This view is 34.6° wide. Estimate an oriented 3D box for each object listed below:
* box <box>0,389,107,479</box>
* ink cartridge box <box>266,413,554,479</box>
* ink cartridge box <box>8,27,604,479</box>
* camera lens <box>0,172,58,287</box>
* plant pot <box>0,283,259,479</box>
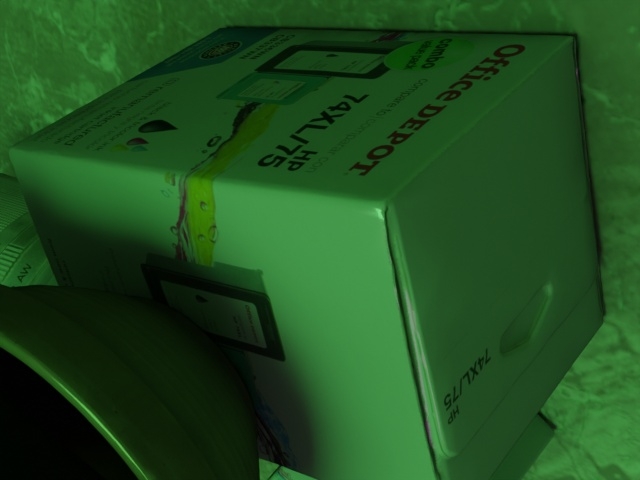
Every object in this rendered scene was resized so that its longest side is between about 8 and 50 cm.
[{"bbox_3d":[-0.201,0.144,0.507,0.261,0.103,0.184,36,136,15],"label":"box"},{"bbox_3d":[0.053,0.168,0.753,0.127,0.128,0.176,43,140,8],"label":"ink cartridge box"},{"bbox_3d":[0.000,0.000,0.615,0.270,0.198,0.197,10,126,37],"label":"ink cartridge box"},{"bbox_3d":[-0.239,0.065,0.869,0.274,0.219,0.219,15,129,35],"label":"camera lens"},{"bbox_3d":[-0.112,0.107,0.561,0.237,0.110,0.237,25,136,27],"label":"plant pot"}]
